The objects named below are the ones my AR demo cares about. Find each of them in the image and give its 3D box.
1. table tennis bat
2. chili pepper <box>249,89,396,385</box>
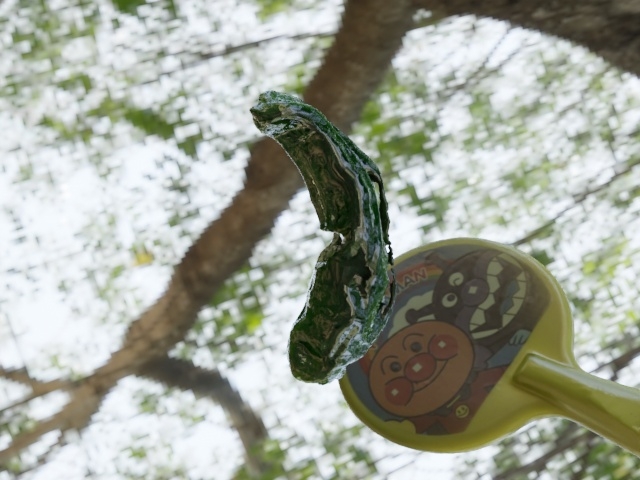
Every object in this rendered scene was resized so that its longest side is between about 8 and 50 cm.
[{"bbox_3d":[0.171,0.115,1.527,0.368,0.224,0.054,24,-21,35],"label":"table tennis bat"},{"bbox_3d":[0.006,-0.003,0.999,0.050,0.073,0.182,-85,167,-78],"label":"chili pepper"}]
